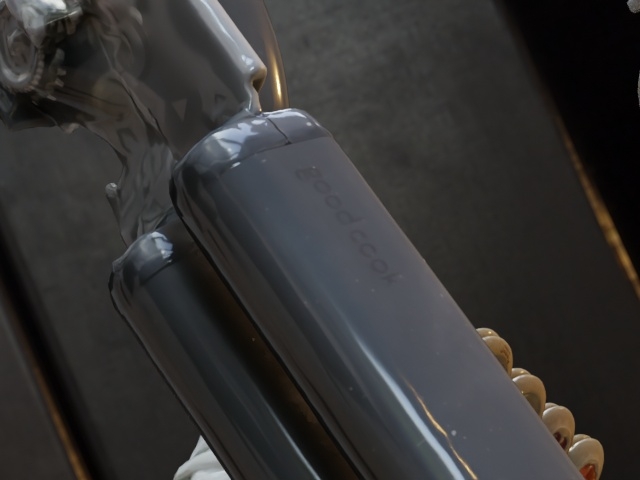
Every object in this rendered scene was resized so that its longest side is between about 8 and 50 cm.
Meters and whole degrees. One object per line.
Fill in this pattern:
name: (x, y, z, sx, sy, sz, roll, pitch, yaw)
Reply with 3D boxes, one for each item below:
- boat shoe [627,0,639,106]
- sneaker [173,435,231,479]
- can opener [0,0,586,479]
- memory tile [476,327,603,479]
boat shoe: (0.110, -0.044, 0.344, 0.096, 0.088, 0.267, 63, 15, -50)
sneaker: (-0.020, 0.128, 0.523, 0.114, 0.152, 0.305, -26, -124, 45)
can opener: (0.000, 0.000, 0.411, 0.283, 0.095, 0.076, 54, -46, 18)
memory tile: (0.071, 0.113, 0.699, 0.012, 0.113, 0.148, 26, -12, 41)
